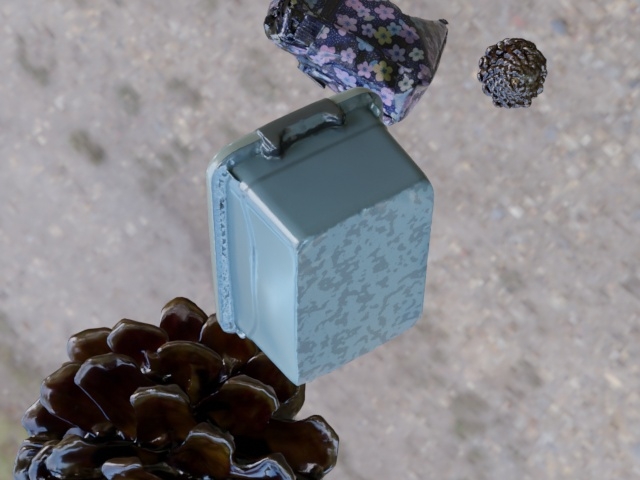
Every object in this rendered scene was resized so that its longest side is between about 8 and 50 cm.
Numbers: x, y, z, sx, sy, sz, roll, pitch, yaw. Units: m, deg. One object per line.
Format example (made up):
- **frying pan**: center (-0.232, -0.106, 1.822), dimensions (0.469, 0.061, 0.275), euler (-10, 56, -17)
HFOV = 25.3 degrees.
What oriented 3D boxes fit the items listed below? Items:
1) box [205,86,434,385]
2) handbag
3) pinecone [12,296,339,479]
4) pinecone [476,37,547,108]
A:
- **box**: center (0.000, 0.000, 1.158), dimensions (0.130, 0.162, 0.227), euler (48, 153, 34)
- **handbag**: center (0.039, -0.238, 1.660), dimensions (0.208, 0.228, 0.126), euler (32, 121, -4)
- **pinecone**: center (-0.170, 0.275, 1.675), dimensions (0.398, 0.398, 0.397), euler (29, 143, 24)
- **pinecone**: center (0.202, -0.180, 1.514), dimensions (0.077, 0.083, 0.077), euler (0, 110, -1)
